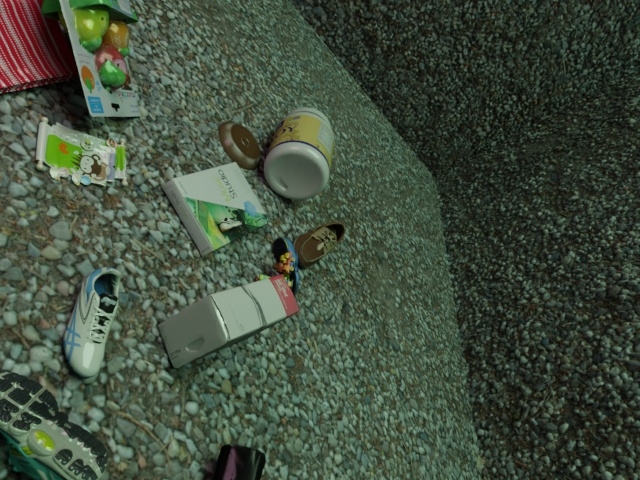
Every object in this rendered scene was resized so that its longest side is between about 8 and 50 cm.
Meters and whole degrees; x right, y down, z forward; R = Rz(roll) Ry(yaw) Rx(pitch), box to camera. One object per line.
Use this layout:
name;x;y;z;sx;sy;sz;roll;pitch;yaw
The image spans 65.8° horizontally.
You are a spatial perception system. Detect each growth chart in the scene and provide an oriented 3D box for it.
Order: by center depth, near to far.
growth chart;-0.576;-0.206;1.209;0.237;0.021;0.172;11;57;-53

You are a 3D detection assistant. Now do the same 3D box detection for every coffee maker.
coffee maker;-0.176;0.533;1.045;0.120;0.171;0.178;31;37;-17

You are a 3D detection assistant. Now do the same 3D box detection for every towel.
towel;-0.699;-0.449;1.127;0.275;0.031;0.199;-45;123;-53

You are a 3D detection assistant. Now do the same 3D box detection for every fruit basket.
fruit basket;-0.542;-0.493;1.248;0.327;0.165;0.353;-88;163;-77

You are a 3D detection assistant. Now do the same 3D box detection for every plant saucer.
plant saucer;-0.280;-0.348;1.777;0.198;0.036;0.198;38;36;-35

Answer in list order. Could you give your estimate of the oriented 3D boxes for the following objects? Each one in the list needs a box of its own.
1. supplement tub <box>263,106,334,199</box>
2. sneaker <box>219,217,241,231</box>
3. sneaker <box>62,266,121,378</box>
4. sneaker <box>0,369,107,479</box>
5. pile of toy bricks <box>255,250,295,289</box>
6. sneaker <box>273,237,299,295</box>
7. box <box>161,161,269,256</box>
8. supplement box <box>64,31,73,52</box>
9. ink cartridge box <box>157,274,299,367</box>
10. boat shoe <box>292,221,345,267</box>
supplement tub;-0.072;-0.338;1.883;0.241;0.241;0.331;44;33;-28
sneaker;-0.262;-0.052;1.440;0.083;0.032;0.037;-22;85;-61
sneaker;-0.460;0.159;1.011;0.085;0.086;0.237;32;42;-44
sneaker;-0.484;0.326;0.811;0.275;0.110;0.107;44;12;3
pile of toy bricks;-0.151;0.136;1.520;0.105;0.118;0.212;15;65;-17
sneaker;-0.097;0.088;1.654;0.082;0.069;0.209;21;48;-54
box;-0.305;-0.106;1.507;0.232;0.058;0.322;60;31;-3
supplement box;-0.649;-0.548;1.363;0.055;0.043;0.083;61;29;1
ink cartridge box;-0.220;0.194;1.227;0.283;0.207;0.117;-10;73;-60
boat shoe;0.000;0.000;1.830;0.123;0.116;0.324;57;30;-7
